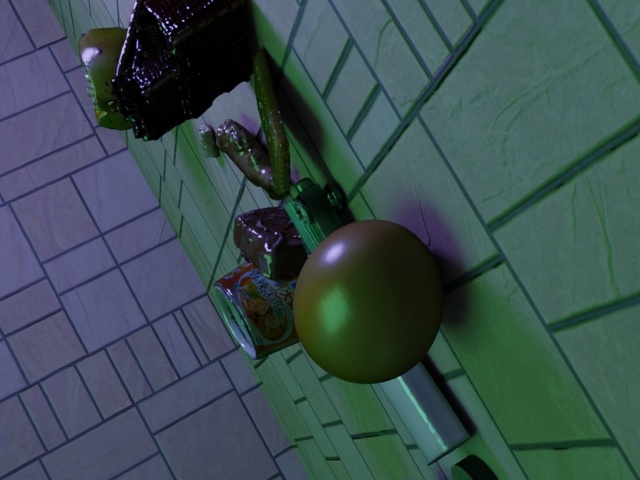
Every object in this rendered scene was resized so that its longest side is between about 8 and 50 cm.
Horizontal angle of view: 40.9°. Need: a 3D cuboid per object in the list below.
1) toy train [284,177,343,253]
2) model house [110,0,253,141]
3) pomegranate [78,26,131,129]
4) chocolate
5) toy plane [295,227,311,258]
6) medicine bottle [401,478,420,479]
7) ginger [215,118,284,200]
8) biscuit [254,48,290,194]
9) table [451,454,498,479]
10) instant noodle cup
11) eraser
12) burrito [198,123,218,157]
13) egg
[{"bbox_3d":[0.014,-0.005,1.711,0.248,0.101,0.159,61,161,2],"label":"toy train"},{"bbox_3d":[-0.294,-0.390,1.703,0.297,0.317,0.282,57,168,-10],"label":"model house"},{"bbox_3d":[-0.569,-0.502,2.530,0.359,0.216,0.310,-92,-7,-45],"label":"pomegranate"},{"bbox_3d":[-0.103,0.002,1.999,0.214,0.148,0.093,40,136,46],"label":"chocolate"},{"bbox_3d":[-0.003,0.002,1.844,0.130,0.061,0.189,65,163,-6],"label":"toy plane"},{"bbox_3d":[0.243,0.670,1.837,0.306,0.245,0.245,30,144,65],"label":"medicine bottle"},{"bbox_3d":[-0.154,-0.184,1.990,0.333,0.080,0.166,42,169,35],"label":"ginger"},{"bbox_3d":[-0.097,-0.230,1.690,0.172,0.029,0.255,94,163,-59],"label":"biscuit"},{"bbox_3d":[0.315,0.493,1.698,0.133,0.043,0.133,53,161,27],"label":"table"},{"bbox_3d":[-0.131,0.160,2.206,0.296,0.214,0.296,53,162,26],"label":"instant noodle cup"},{"bbox_3d":[0.182,0.306,1.713,0.270,0.094,0.174,56,162,18],"label":"eraser"},{"bbox_3d":[-0.311,-0.267,2.379,0.149,0.041,0.055,84,167,-58],"label":"burrito"},{"bbox_3d":[0.081,0.099,1.424,0.250,0.250,0.322,54,152,27],"label":"egg"}]
